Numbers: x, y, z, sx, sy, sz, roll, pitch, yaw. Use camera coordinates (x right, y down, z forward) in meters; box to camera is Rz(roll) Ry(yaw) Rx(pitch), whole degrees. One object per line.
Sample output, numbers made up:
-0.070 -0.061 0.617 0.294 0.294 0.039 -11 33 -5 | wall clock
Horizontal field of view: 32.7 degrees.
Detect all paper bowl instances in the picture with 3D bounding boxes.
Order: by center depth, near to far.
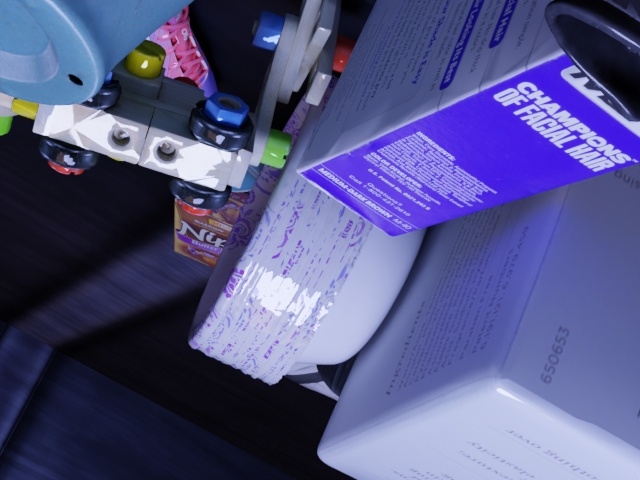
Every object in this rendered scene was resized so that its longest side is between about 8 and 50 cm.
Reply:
0.000 0.000 1.016 0.148 0.284 0.284 27 158 -7 | paper bowl

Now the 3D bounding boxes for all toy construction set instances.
-0.134 -0.134 0.872 0.327 0.215 0.151 4 122 -3 | toy construction set

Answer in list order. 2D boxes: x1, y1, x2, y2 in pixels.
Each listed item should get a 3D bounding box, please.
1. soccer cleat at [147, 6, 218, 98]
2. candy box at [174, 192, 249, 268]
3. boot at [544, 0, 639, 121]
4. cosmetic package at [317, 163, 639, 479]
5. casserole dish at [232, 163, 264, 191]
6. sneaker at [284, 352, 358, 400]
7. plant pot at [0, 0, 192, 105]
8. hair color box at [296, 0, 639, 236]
-0.149 -0.193 1.015 0.095 0.083 0.248 4 148 31 | soccer cleat
-0.134 -0.015 1.427 0.109 0.053 0.187 24 157 2 | candy box
0.162 -0.185 0.483 0.338 0.223 0.118 34 178 -12 | boot
0.247 0.084 0.900 0.329 0.327 0.393 28 157 -8 | cosmetic package
-0.122 -0.108 1.229 0.188 0.037 0.114 38 155 -32 | casserole dish
0.111 0.170 1.505 0.257 0.169 0.447 27 167 -29 | sneaker
-0.167 -0.239 0.692 0.271 0.255 0.272 21 157 9 | plant pot
0.135 -0.128 0.725 0.110 0.185 0.339 32 157 -19 | hair color box
